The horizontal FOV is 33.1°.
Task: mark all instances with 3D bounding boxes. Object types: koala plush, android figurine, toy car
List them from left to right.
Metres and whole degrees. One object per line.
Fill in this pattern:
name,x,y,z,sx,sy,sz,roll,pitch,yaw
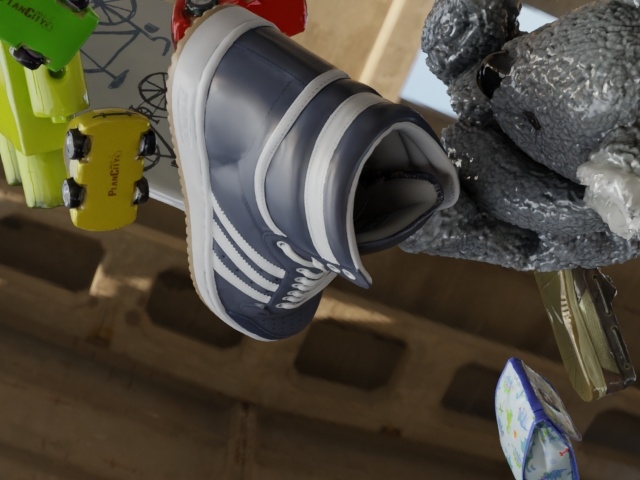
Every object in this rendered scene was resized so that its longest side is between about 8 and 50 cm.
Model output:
android figurine,-0.243,-0.168,0.850,0.056,0.272,0.248,-14,-161,-23
toy car,-0.152,-0.133,0.722,0.225,0.239,0.053,30,-162,-45
koala plush,0.161,-0.077,0.645,0.203,0.196,0.221,17,168,-4

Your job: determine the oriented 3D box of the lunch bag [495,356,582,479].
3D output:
lunch bag,0.290,0.250,1.457,0.096,0.151,0.128,-19,-146,1

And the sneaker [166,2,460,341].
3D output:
sneaker,0.000,0.000,0.659,0.153,0.282,0.099,30,-120,26

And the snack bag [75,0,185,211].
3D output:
snack bag,-0.198,-0.172,1.207,0.343,0.037,0.323,21,-135,-1

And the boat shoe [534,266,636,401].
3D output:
boat shoe,0.297,0.067,1.215,0.074,0.080,0.223,-12,-99,-11
